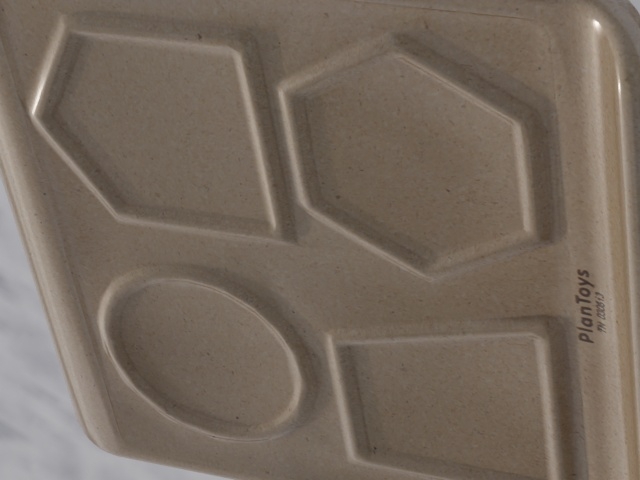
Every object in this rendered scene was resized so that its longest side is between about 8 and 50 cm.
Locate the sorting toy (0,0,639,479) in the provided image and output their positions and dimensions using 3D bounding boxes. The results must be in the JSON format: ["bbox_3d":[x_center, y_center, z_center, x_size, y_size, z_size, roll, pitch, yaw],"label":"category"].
[{"bbox_3d":[0.000,0.000,0.536,0.208,0.038,0.193,12,134,26],"label":"sorting toy"}]
